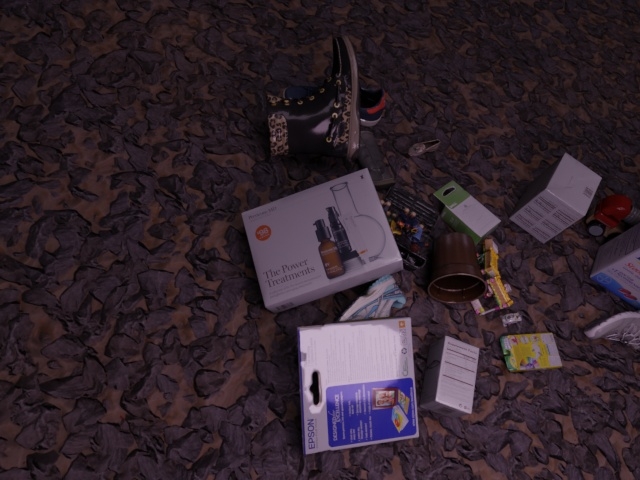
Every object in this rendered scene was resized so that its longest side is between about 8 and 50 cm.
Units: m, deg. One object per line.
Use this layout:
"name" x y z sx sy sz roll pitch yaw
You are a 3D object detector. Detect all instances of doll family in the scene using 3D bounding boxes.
"doll family" 0.230 -0.037 1.441 0.192 0.076 0.111 17 40 -1

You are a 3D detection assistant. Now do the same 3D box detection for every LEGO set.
"LEGO set" 0.508 0.126 1.526 0.132 0.107 0.287 22 48 -44

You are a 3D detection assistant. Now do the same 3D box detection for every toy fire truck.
"toy fire truck" 1.045 -0.069 1.647 0.217 0.246 0.158 35 51 4

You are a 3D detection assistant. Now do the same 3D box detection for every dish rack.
"dish rack" 0.258 -0.050 1.540 0.208 0.074 0.272 31 60 1

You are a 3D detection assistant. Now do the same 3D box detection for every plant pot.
"plant pot" 0.398 0.076 1.474 0.166 0.167 0.165 12 53 -9

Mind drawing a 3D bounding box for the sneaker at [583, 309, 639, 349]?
"sneaker" 0.952 0.281 1.542 0.280 0.105 0.116 -7 72 -15

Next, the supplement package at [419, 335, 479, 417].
"supplement package" 0.346 0.367 1.337 0.105 0.105 0.180 20 60 -4

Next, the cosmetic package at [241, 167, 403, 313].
"cosmetic package" 0.000 0.000 1.355 0.376 0.097 0.285 -20 66 4

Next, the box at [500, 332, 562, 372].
"box" 0.610 0.330 1.463 0.179 0.043 0.105 1 64 -17

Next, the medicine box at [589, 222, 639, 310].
"medicine box" 1.068 0.083 1.564 0.263 0.289 0.149 34 61 4

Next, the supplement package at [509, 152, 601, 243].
"supplement package" 0.773 -0.136 1.646 0.149 0.203 0.194 37 62 5

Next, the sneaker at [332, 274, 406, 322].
"sneaker" 0.132 0.206 1.360 0.283 0.110 0.122 -39 82 -27

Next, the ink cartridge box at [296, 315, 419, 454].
"ink cartridge box" 0.090 0.353 1.249 0.306 0.072 0.304 -2 85 -15

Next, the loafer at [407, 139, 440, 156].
"loafer" 0.358 -0.326 1.723 0.125 0.039 0.045 -17 70 -22

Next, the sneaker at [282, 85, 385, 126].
"sneaker" 0.052 -0.486 1.660 0.349 0.148 0.131 4 63 -13

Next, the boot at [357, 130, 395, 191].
"boot" 0.135 -0.255 1.609 0.189 0.076 0.209 -12 74 -35

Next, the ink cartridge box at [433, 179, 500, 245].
"ink cartridge box" 0.463 -0.089 1.614 0.109 0.062 0.209 -33 67 -26

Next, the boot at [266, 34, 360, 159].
"boot" -0.025 -0.432 1.530 0.283 0.138 0.378 -3 95 -3
